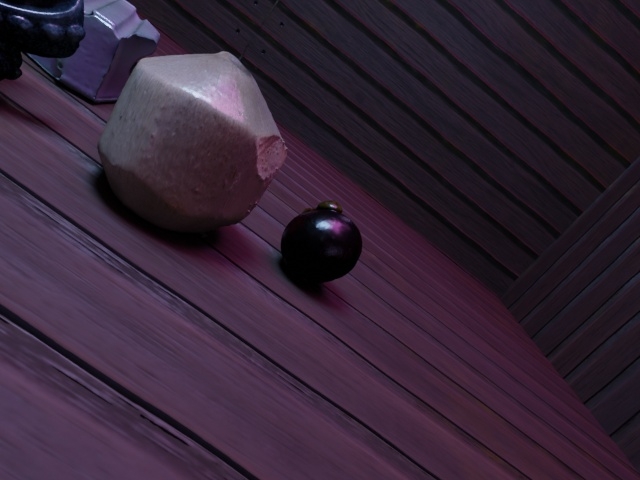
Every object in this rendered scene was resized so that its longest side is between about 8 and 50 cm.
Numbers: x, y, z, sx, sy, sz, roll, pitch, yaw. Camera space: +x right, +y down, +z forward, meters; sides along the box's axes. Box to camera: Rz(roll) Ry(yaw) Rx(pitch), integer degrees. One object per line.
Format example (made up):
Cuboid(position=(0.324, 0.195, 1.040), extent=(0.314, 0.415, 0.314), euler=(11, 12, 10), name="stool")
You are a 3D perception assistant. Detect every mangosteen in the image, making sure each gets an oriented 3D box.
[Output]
Cuboid(position=(0.000, 0.000, 0.793), extent=(0.152, 0.152, 0.152), euler=(36, 15, -12), name="mangosteen")

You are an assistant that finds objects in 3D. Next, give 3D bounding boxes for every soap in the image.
Cuboid(position=(-0.500, -0.456, 0.934), extent=(0.261, 0.156, 0.446), euler=(30, 17, -31), name="soap")

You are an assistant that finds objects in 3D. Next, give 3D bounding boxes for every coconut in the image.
Cuboid(position=(-0.175, -0.149, 0.638), extent=(0.245, 0.247, 0.245), euler=(35, 14, -10), name="coconut")

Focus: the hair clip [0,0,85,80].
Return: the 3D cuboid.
Cuboid(position=(-0.452, -0.293, 0.498), extent=(0.194, 0.206, 0.310), euler=(51, 14, 21), name="hair clip")
